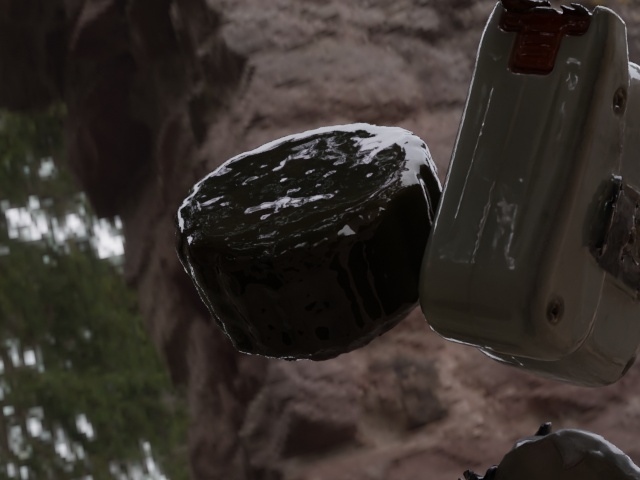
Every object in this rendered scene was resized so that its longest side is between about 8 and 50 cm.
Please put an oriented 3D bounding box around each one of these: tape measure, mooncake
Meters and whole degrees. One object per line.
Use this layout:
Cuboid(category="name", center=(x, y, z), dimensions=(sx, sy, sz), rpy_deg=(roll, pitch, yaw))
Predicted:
Cuboid(category="tape measure", center=(0.192, -0.026, 1.268), dimensions=(0.130, 0.258, 0.265), rpy_deg=(8, -12, 36))
Cuboid(category="mooncake", center=(0.000, 0.000, 1.345), dimensions=(0.228, 0.228, 0.124), rpy_deg=(-20, -65, 1))

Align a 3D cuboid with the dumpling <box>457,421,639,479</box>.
Cuboid(category="dumpling", center=(0.181, 0.257, 1.028), dimensions=(0.163, 0.204, 0.293), rpy_deg=(-23, -60, -17))
